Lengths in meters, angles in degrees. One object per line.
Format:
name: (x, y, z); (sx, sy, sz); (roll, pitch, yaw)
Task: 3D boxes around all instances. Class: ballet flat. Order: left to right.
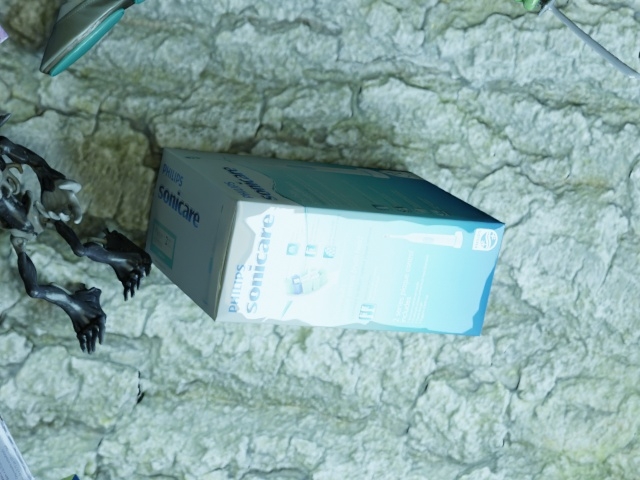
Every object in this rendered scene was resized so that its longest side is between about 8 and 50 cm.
ballet flat: (-0.199, -0.243, 1.677); (0.213, 0.072, 0.068); (-39, 91, -9)

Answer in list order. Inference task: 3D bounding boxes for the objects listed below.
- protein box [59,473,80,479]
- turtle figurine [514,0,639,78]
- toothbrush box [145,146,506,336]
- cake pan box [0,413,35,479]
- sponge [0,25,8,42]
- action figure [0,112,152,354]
protein box: (-0.252, 0.386, 1.745); (0.136, 0.200, 0.201); (-23, 136, -17)
turtle figurine: (0.215, -0.332, 1.736); (0.266, 0.198, 0.274); (3, 64, -8)
toothbrush box: (0.000, 0.000, 1.756); (0.296, 0.216, 0.126); (5, 104, -27)
cake pan box: (-0.439, 0.196, 1.702); (0.246, 0.070, 0.266); (-31, 117, -15)
sponge: (-0.407, -0.173, 1.613); (0.210, 0.031, 0.117); (-39, 119, -9)
action figure: (-0.288, -0.011, 1.663); (0.276, 0.141, 0.164); (37, 101, -31)
